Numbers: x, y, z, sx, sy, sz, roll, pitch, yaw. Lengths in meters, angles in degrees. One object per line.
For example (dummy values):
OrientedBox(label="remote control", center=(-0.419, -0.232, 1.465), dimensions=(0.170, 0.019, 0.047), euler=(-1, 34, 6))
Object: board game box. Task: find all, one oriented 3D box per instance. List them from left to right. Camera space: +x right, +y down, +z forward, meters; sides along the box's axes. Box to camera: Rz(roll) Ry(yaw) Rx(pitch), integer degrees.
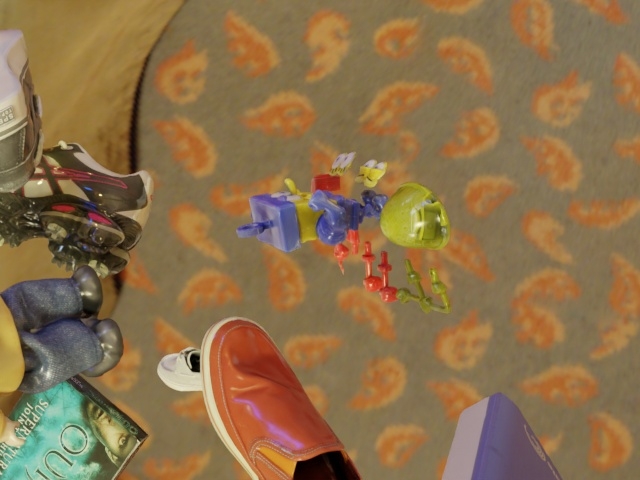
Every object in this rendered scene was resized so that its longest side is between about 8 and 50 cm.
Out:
OrientedBox(label="board game box", center=(-0.267, 0.221, 1.368), dimensions=(0.126, 0.026, 0.186), euler=(38, 113, 6))

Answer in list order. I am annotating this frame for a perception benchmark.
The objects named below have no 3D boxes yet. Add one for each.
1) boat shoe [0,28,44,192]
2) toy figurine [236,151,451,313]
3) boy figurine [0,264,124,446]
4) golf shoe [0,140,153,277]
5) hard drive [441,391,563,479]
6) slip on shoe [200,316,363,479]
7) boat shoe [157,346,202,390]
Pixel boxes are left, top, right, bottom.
OrientedBox(label="boat shoe", center=(-0.328, -0.133, 1.379), dimensions=(0.108, 0.301, 0.102), euler=(-21, 118, -10))
OrientedBox(label="toy figurine", center=(0.000, 0.000, 1.843), dimensions=(0.217, 0.362, 0.191), euler=(-7, 104, -23))
OrientedBox(label="boy figurine", center=(-0.312, 0.104, 1.187), dimensions=(0.092, 0.285, 0.177), euler=(-43, 68, 48))
OrientedBox(label="golf shoe", center=(-0.313, -0.053, 1.473), dimensions=(0.272, 0.120, 0.105), euler=(20, 146, 7))
OrientedBox(label="hard drive", center=(0.131, 0.215, 0.739), dimensions=(0.040, 0.318, 0.210), euler=(-32, 91, 13))
OrientedBox(label="slip on shoe", center=(-0.023, 0.221, 1.436), dimensions=(0.101, 0.123, 0.331), euler=(-45, 64, 45))
OrientedBox(label="boat shoe", center=(-0.176, 0.185, 1.986), dimensions=(0.184, 0.066, 0.063), euler=(13, 139, 46))
